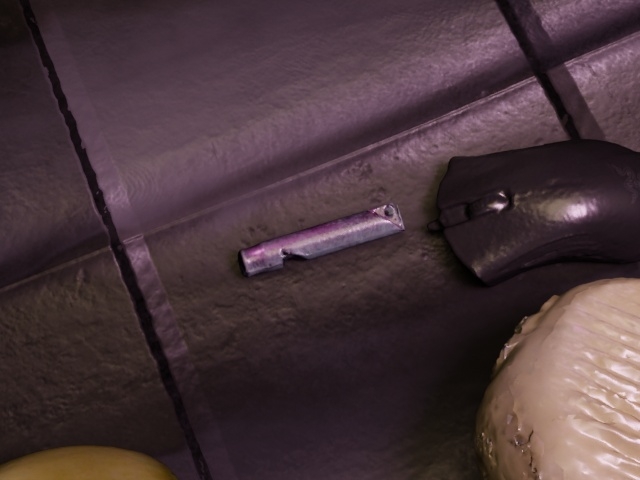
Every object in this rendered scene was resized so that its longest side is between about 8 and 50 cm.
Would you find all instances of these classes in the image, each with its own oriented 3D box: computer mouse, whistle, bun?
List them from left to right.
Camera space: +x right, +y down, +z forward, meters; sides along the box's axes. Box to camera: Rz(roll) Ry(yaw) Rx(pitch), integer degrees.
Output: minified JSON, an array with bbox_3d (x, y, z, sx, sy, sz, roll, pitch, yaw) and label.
[{"bbox_3d":[0.000,0.000,1.152,0.177,0.033,0.033,-17,72,-3],"label":"whistle"},{"bbox_3d":[0.240,-0.042,1.136,0.264,0.088,0.147,-12,69,0],"label":"computer mouse"},{"bbox_3d":[0.298,0.210,0.978,0.326,0.234,0.361,-6,56,-7],"label":"bun"}]

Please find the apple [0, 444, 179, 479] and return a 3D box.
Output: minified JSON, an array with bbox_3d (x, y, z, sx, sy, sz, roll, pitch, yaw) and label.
[{"bbox_3d":[-0.205,0.304,0.946,0.263,0.262,0.262,0,72,1],"label":"apple"}]
